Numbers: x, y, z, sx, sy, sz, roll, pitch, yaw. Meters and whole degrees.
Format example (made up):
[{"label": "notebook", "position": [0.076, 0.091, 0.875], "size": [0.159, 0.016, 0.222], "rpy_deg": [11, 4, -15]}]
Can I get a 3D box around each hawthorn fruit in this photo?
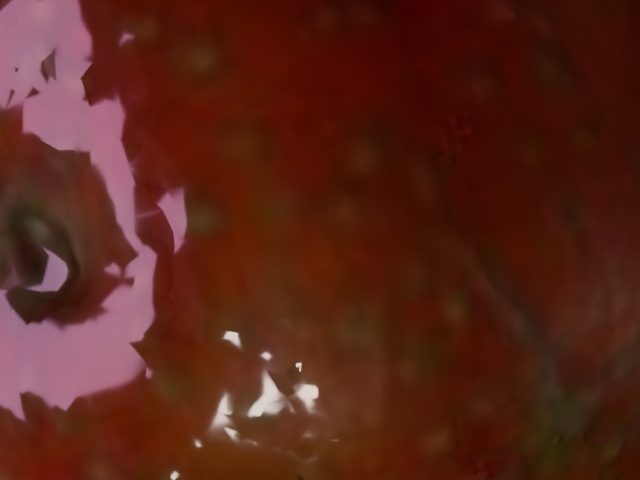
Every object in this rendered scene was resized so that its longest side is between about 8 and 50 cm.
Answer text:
[{"label": "hawthorn fruit", "position": [0.000, 0.000, 0.555], "size": [0.275, 0.275, 0.299], "rpy_deg": [122, 142, -52]}]
